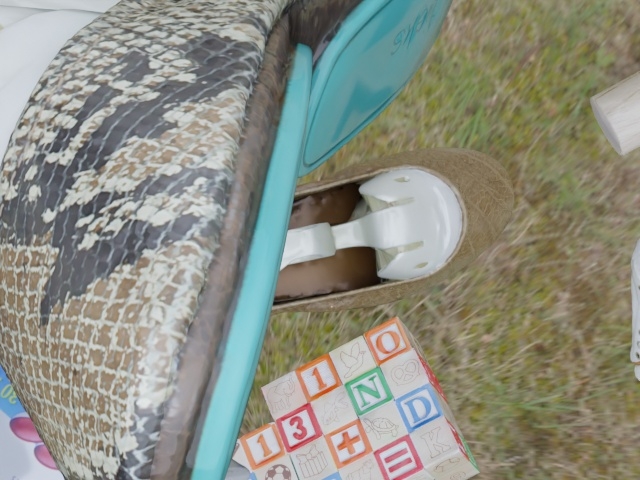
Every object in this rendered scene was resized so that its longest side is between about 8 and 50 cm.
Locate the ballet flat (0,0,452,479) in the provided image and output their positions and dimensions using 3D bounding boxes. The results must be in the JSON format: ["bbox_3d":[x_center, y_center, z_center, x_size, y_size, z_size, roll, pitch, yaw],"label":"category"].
[{"bbox_3d":[-0.062,-0.062,0.630,0.182,0.483,0.164,20,121,3],"label":"ballet flat"}]

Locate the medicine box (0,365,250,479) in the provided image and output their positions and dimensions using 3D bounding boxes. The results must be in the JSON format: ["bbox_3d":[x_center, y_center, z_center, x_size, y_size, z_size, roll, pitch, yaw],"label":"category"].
[{"bbox_3d":[-0.250,0.245,1.258,0.263,0.149,0.289,30,93,16],"label":"medicine box"}]

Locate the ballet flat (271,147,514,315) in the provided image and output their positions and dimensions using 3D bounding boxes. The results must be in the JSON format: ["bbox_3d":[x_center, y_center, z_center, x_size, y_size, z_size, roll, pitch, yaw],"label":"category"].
[{"bbox_3d":[0.000,0.000,1.181,0.343,0.124,0.116,-11,89,-10],"label":"ballet flat"}]

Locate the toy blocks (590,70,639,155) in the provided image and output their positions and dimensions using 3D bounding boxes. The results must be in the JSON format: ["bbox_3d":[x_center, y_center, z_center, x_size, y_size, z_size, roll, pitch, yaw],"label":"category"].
[{"bbox_3d":[0.231,-0.226,0.820,0.260,0.288,0.309,-28,95,3],"label":"toy blocks"}]

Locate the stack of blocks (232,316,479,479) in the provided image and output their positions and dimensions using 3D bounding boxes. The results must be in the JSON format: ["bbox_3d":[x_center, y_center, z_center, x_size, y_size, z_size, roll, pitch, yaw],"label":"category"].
[{"bbox_3d":[-0.002,0.232,1.661,0.297,0.087,0.171,-29,59,7],"label":"stack of blocks"}]

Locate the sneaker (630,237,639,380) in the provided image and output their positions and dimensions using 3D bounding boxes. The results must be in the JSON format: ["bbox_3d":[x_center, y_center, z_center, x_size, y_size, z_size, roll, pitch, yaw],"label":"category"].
[{"bbox_3d":[0.395,0.093,1.709,0.106,0.290,0.123,7,65,20],"label":"sneaker"}]
